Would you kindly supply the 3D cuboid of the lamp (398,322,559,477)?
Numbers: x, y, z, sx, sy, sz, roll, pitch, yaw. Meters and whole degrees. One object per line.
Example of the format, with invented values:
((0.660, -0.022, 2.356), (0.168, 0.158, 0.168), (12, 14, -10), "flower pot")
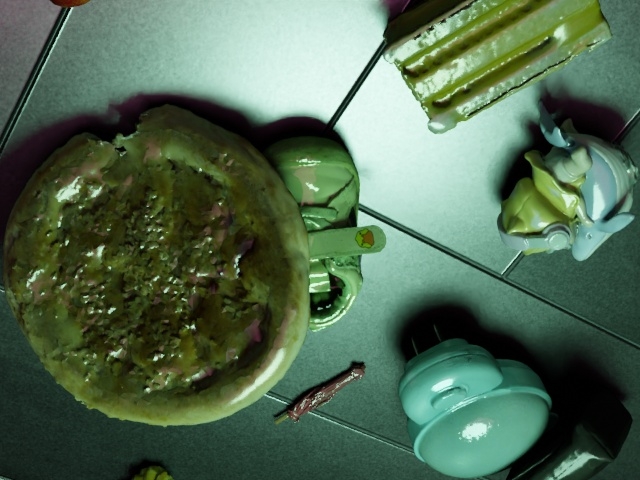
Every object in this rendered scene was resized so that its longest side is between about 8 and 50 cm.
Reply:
((0.215, 0.242, 1.310), (0.209, 0.147, 0.284), (-31, 121, 11), "lamp")

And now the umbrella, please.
((0.000, 0.229, 1.354), (0.165, 0.025, 0.027), (-35, 98, 14), "umbrella")

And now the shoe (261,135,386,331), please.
((0.000, -0.004, 1.156), (0.139, 0.128, 0.262), (-12, 127, -15), "shoe")

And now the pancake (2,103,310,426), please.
((-0.197, 0.029, 1.078), (0.382, 0.071, 0.383), (0, 89, 6), "pancake")

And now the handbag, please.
((0.346, 0.329, 1.340), (0.080, 0.247, 0.223), (48, 111, 15), "handbag")

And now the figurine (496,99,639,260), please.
((0.300, -0.064, 1.140), (0.183, 0.128, 0.209), (-21, 115, 10), "figurine")

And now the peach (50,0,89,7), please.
((-0.270, -0.288, 0.966), (0.098, 0.061, 0.098), (-6, 122, -10), "peach")

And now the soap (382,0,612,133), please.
((0.195, -0.235, 1.042), (0.233, 0.076, 0.135), (-30, 121, 14), "soap")

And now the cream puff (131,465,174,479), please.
((-0.260, 0.385, 1.405), (0.083, 0.058, 0.083), (-20, 125, 5), "cream puff")
